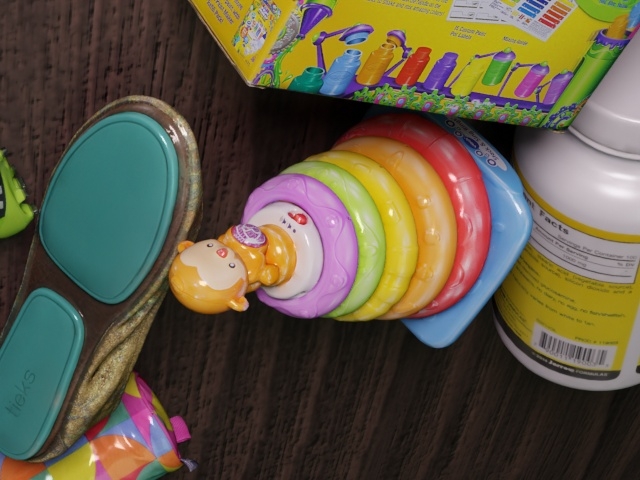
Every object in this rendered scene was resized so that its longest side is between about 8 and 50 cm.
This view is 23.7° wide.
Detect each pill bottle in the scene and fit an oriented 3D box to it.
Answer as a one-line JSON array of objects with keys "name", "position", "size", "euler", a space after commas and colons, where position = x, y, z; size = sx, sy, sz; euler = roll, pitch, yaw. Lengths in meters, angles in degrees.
[{"name": "pill bottle", "position": [0.254, -0.035, 1.320], "size": [0.188, 0.188, 0.334], "euler": [-21, 143, -18]}]

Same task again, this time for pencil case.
[{"name": "pencil case", "position": [-0.225, 0.206, 1.299], "size": [0.236, 0.104, 0.104], "euler": [-29, 145, -5]}]

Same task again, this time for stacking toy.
[{"name": "stacking toy", "position": [0.000, 0.000, 1.112], "size": [0.302, 0.175, 0.166], "euler": [-15, 143, -50]}]

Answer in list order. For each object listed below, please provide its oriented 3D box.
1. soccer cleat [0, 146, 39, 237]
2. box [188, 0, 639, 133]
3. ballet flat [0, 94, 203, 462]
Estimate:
[{"name": "soccer cleat", "position": [-0.243, -0.051, 1.010], "size": [0.072, 0.060, 0.179], "euler": [-27, 147, -9]}, {"name": "box", "position": [0.092, -0.239, 0.953], "size": [0.290, 0.177, 0.279], "euler": [4, 130, -41]}, {"name": "ballet flat", "position": [-0.158, 0.024, 1.138], "size": [0.123, 0.123, 0.348], "euler": [-1, 133, -38]}]
